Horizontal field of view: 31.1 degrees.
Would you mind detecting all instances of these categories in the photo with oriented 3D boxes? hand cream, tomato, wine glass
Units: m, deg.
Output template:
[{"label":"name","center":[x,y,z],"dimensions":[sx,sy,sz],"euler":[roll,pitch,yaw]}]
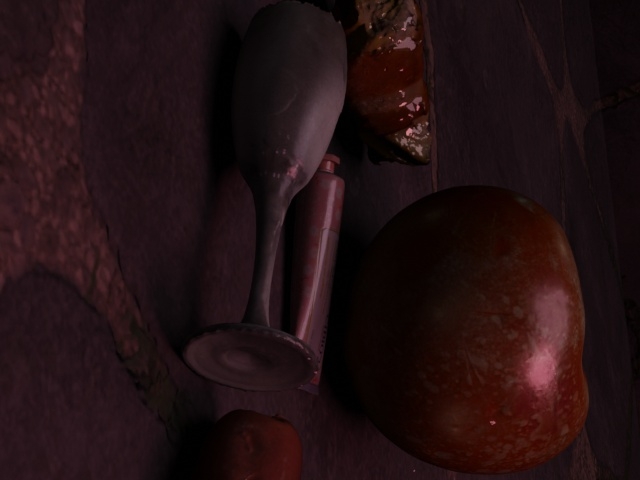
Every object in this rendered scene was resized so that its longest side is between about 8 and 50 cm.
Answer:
[{"label":"hand cream","center":[-0.006,0.027,1.004],"dimensions":[0.067,0.043,0.209],"euler":[35,57,-66]},{"label":"tomato","center":[0.128,0.083,1.073],"dimensions":[0.270,0.223,0.270],"euler":[-7,90,-88]},{"label":"wine glass","center":[0.000,0.000,0.947],"dimensions":[0.264,0.096,0.309],"euler":[52,36,-48]}]

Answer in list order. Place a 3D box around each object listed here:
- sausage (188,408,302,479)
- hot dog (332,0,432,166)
[{"label":"sausage","center":[-0.078,0.283,0.694],"dimensions":[0.088,0.088,0.433],"euler":[59,31,-44]},{"label":"hot dog","center":[0.053,-0.168,1.138],"dimensions":[0.146,0.103,0.213],"euler":[-101,-179,-60]}]
